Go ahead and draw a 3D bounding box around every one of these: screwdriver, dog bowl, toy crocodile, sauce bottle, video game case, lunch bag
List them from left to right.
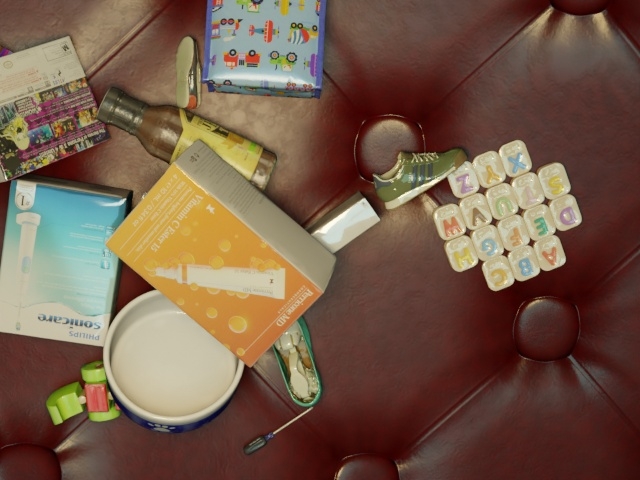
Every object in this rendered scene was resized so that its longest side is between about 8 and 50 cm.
[{"bbox_3d":[-0.525,-0.244,1.747,0.232,0.042,0.210,-31,107,-38],"label":"video game case"},{"bbox_3d":[-0.370,0.300,1.892,0.340,0.105,0.115,-6,100,-3],"label":"toy crocodile"},{"bbox_3d":[-0.279,0.230,1.819,0.264,0.104,0.265,4,64,-8],"label":"dog bowl"},{"bbox_3d":[-0.254,-0.188,1.808,0.344,0.111,0.111,25,98,-10],"label":"sauce bottle"},{"bbox_3d":[-0.100,-0.425,1.780,0.221,0.138,0.293,4,91,-2],"label":"lunch bag"},{"bbox_3d":[-0.086,0.393,1.967,0.170,0.025,0.024,-32,100,3],"label":"screwdriver"}]

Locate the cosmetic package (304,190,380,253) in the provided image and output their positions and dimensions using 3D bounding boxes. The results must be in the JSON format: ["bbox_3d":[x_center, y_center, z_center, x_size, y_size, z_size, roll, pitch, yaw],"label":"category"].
[{"bbox_3d":[0.000,0.000,1.866,0.239,0.099,0.060,-35,100,4],"label":"cosmetic package"}]

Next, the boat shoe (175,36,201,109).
[{"bbox_3d":[-0.249,-0.320,1.823,0.043,0.049,0.137,-5,101,-46],"label":"boat shoe"}]

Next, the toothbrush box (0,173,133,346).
[{"bbox_3d":[-0.491,0.036,1.827,0.216,0.126,0.296,8,99,-6],"label":"toothbrush box"}]

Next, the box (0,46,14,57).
[{"bbox_3d":[-0.669,-0.238,1.724,0.201,0.057,0.293,26,70,-18],"label":"box"}]

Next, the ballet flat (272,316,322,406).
[{"bbox_3d":[-0.053,0.224,1.907,0.083,0.087,0.247,-20,100,0],"label":"ballet flat"}]

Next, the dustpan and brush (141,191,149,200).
[{"bbox_3d":[-0.259,-0.007,1.876,0.147,0.060,0.211,-16,94,-13],"label":"dustpan and brush"}]

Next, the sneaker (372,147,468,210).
[{"bbox_3d":[0.189,-0.144,1.868,0.192,0.064,0.086,-33,105,6],"label":"sneaker"}]

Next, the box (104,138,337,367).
[{"bbox_3d":[-0.174,0.021,1.727,0.345,0.168,0.215,41,111,-6],"label":"box"}]

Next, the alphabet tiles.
[{"bbox_3d":[0.377,-0.048,1.920,0.284,0.021,0.278,-21,101,0],"label":"alphabet tiles"}]
